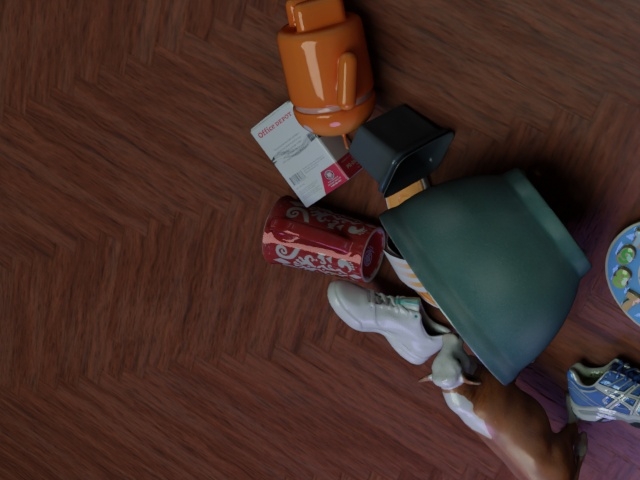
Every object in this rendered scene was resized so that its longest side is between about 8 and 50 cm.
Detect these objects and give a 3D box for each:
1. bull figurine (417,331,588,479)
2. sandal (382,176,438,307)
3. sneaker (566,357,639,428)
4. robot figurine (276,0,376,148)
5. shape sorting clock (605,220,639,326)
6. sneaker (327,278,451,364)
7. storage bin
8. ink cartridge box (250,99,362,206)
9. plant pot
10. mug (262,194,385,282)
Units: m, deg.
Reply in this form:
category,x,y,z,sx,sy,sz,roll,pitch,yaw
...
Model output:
category,x,y,z,sx,sy,sz,roll,pitch,yaw
bull figurine,0.282,0.249,1.901,0.310,0.188,0.101,52,134,-4
sandal,0.135,0.000,1.922,0.102,0.076,0.265,-5,116,38
sneaker,0.449,0.218,1.835,0.211,0.080,0.081,-6,117,37
robot figurine,0.010,-0.243,1.814,0.158,0.128,0.219,7,120,36
shape sorting clock,0.486,0.059,1.730,0.206,0.040,0.206,19,128,26
sneaker,0.112,0.110,1.994,0.212,0.080,0.094,32,131,-22
storage bin,0.109,-0.131,1.826,0.091,0.135,0.098,43,136,20
ink cartridge box,-0.019,-0.143,1.950,0.109,0.063,0.150,-32,97,44
plant pot,0.244,0.023,1.736,0.196,0.293,0.293,-38,94,7
mug,0.000,0.008,1.983,0.169,0.150,0.113,16,113,22
